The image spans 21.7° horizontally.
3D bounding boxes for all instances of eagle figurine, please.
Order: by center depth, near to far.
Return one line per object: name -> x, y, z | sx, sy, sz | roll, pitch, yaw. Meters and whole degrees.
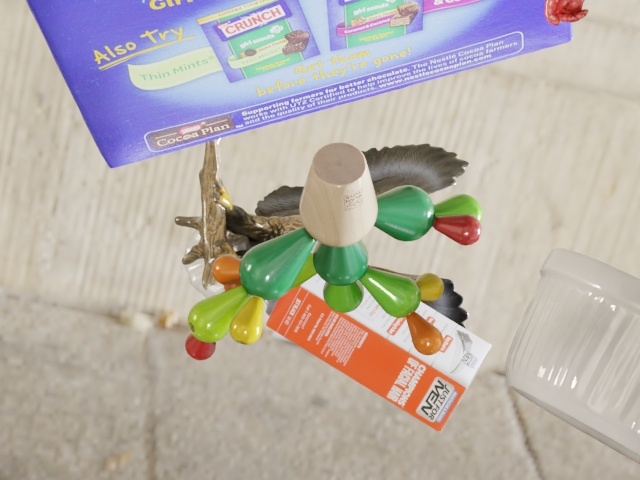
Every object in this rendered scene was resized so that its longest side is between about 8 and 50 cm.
eagle figurine -> 0.004, 0.004, 1.842 | 0.298, 0.226, 0.225 | 5, 30, -25

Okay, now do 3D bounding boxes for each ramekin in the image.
ramekin -> 0.236, 0.102, 1.251 | 0.207, 0.109, 0.207 | 30, -3, 2

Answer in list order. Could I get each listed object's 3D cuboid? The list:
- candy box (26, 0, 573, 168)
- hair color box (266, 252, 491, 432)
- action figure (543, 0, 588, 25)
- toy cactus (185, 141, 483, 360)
candy box -> -0.021, -0.193, 0.792 | 0.268, 0.317, 0.122 | -15, 61, 0
hair color box -> 0.049, 0.078, 1.376 | 0.167, 0.053, 0.093 | 31, 26, 7
action figure -> 0.142, -0.072, 0.616 | 0.139, 0.280, 0.091 | -37, 54, -16
toy cactus -> 0.011, 0.009, 1.092 | 0.219, 0.180, 0.112 | -14, 59, -7
